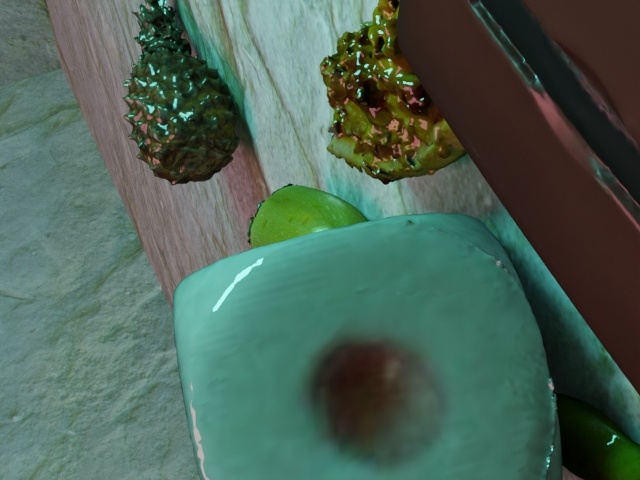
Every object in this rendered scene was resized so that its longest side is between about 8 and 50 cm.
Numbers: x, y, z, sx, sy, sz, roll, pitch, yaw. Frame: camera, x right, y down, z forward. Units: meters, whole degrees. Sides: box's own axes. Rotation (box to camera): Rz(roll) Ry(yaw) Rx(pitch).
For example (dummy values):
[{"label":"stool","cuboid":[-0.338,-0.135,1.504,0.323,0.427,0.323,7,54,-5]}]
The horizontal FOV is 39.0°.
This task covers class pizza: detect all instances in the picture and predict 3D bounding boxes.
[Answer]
[{"label":"pizza","cuboid":[0.065,-0.130,0.731,0.161,0.086,0.305,68,162,5]}]

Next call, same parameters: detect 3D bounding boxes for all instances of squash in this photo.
[{"label":"squash","cuboid":[0.000,0.000,1.041,0.187,0.123,0.123,19,129,64]}]

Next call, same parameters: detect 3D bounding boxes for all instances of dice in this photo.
[{"label":"dice","cuboid":[0.031,0.134,0.760,0.262,0.268,0.264,111,146,-80]}]

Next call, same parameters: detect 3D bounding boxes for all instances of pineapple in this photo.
[{"label":"pineapple","cuboid":[-0.237,-0.253,1.414,0.175,0.175,0.361,90,162,-51]}]

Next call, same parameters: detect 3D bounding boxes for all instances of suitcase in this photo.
[{"label":"suitcase","cuboid":[0.166,-0.075,0.357,0.297,0.161,0.236,61,160,27]}]

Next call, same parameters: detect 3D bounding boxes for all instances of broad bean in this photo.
[{"label":"broad bean","cuboid":[0.230,0.170,0.654,0.254,0.046,0.065,-155,52,-64]}]
